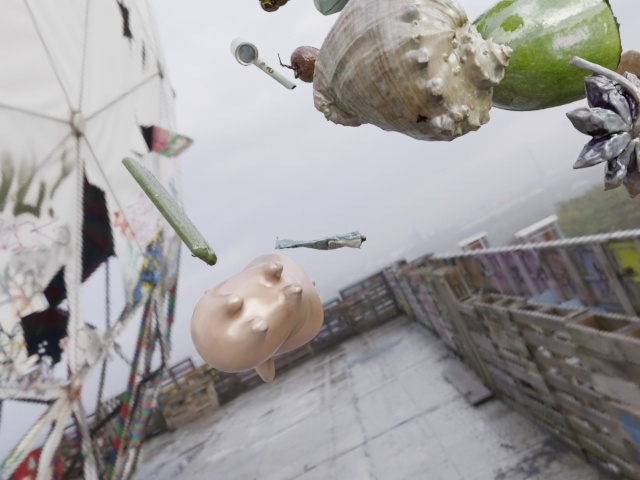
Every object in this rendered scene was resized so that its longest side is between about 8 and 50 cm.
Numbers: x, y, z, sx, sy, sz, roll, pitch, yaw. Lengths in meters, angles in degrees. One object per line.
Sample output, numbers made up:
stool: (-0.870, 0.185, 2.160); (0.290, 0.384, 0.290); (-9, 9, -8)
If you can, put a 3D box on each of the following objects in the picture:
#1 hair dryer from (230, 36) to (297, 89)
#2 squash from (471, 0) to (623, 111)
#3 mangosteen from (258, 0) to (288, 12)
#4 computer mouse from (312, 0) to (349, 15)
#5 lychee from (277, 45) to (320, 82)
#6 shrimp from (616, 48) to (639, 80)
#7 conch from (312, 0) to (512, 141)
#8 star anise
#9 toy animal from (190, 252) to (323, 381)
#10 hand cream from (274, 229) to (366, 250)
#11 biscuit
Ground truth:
hair dryer: (-0.170, -0.547, 2.370); (0.073, 0.236, 0.131); (-56, 24, 12)
squash: (0.445, -0.388, 1.657); (0.309, 0.310, 0.310); (-37, 3, -32)
mangosteen: (-0.147, -0.825, 2.436); (0.200, 0.200, 0.200); (-27, -2, -1)
computer mouse: (0.059, -0.841, 2.379); (0.097, 0.159, 0.288); (5, -42, -33)
lychee: (-0.048, -0.502, 2.156); (0.140, 0.114, 0.101); (-14, 28, -3)
shrimp: (0.921, -0.417, 2.186); (0.063, 0.287, 0.152); (-36, 38, -15)
conch: (0.150, -0.296, 1.321); (0.352, 0.297, 0.210); (-20, 19, 6)
star anise: (0.493, -0.192, 1.252); (0.230, 0.262, 0.081); (-31, 12, -14)
toy animal: (-0.125, 0.150, 1.503); (0.326, 0.237, 0.269); (-29, -9, -43)
hand cream: (0.000, -0.001, 2.057); (0.248, 0.052, 0.075); (-1, -7, -2)
biscuit: (-0.314, -0.066, 1.578); (0.038, 0.322, 0.099); (-42, -31, 0)
